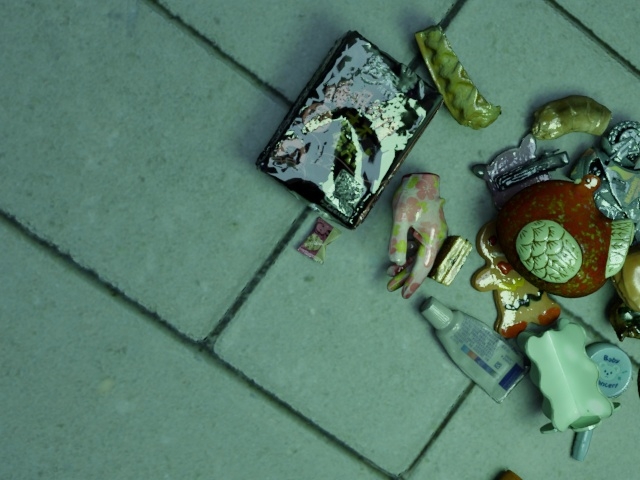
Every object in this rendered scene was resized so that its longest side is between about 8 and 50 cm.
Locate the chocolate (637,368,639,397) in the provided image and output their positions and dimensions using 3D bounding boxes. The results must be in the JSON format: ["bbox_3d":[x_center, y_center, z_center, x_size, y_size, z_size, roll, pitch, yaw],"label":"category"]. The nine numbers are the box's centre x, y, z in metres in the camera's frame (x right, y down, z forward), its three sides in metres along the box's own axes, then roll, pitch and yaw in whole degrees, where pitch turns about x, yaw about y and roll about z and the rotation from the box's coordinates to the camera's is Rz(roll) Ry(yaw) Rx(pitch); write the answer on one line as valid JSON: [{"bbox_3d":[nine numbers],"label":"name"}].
[{"bbox_3d":[0.749,0.309,1.683,0.125,0.080,0.148,42,88,-9],"label":"chocolate"}]

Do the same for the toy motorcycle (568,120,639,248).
[{"bbox_3d":[0.605,-0.089,1.631,0.174,0.108,0.307,-8,95,1],"label":"toy motorcycle"}]

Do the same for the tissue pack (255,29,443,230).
[{"bbox_3d":[0.058,-0.209,1.534,0.245,0.123,0.332,33,91,-14],"label":"tissue pack"}]

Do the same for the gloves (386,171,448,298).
[{"bbox_3d":[0.191,-0.007,1.545,0.126,0.145,0.241,-1,79,2],"label":"gloves"}]

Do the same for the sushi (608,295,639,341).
[{"bbox_3d":[0.724,0.143,1.637,0.287,0.140,0.149,-23,89,-6],"label":"sushi"}]

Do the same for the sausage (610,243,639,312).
[{"bbox_3d":[0.691,0.049,1.560,0.241,0.120,0.136,-28,93,-7],"label":"sausage"}]

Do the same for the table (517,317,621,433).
[{"bbox_3d":[0.486,0.264,1.579,0.167,0.166,0.198,-20,89,-7],"label":"table"}]

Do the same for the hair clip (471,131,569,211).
[{"bbox_3d":[0.421,-0.132,1.629,0.187,0.056,0.146,-28,98,3],"label":"hair clip"}]

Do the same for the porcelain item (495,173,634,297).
[{"bbox_3d":[0.473,-0.022,1.514,0.253,0.253,0.252,0,93,-8],"label":"porcelain item"}]

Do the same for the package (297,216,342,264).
[{"bbox_3d":[0.000,0.000,1.580,0.059,0.029,0.083,32,78,-2],"label":"package"}]

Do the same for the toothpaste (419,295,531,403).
[{"bbox_3d":[0.314,0.214,1.627,0.282,0.068,0.099,41,120,-17],"label":"toothpaste"}]

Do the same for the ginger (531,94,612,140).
[{"bbox_3d":[0.514,-0.251,1.615,0.190,0.069,0.095,-14,91,-17],"label":"ginger"}]

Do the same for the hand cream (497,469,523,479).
[{"bbox_3d":[0.325,0.624,1.636,0.140,0.089,0.314,43,91,-7],"label":"hand cream"}]

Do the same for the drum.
[{"bbox_3d":[0.564,0.333,1.672,0.130,0.049,0.253,30,90,-9],"label":"drum"}]

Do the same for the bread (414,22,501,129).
[{"bbox_3d":[0.263,-0.320,1.553,0.088,0.128,0.232,-33,97,11],"label":"bread"}]

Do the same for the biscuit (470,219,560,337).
[{"bbox_3d":[0.397,0.076,1.639,0.166,0.036,0.250,-21,96,-8],"label":"biscuit"}]

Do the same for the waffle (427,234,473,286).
[{"bbox_3d":[0.252,0.039,1.558,0.042,0.148,0.102,33,90,1],"label":"waffle"}]
